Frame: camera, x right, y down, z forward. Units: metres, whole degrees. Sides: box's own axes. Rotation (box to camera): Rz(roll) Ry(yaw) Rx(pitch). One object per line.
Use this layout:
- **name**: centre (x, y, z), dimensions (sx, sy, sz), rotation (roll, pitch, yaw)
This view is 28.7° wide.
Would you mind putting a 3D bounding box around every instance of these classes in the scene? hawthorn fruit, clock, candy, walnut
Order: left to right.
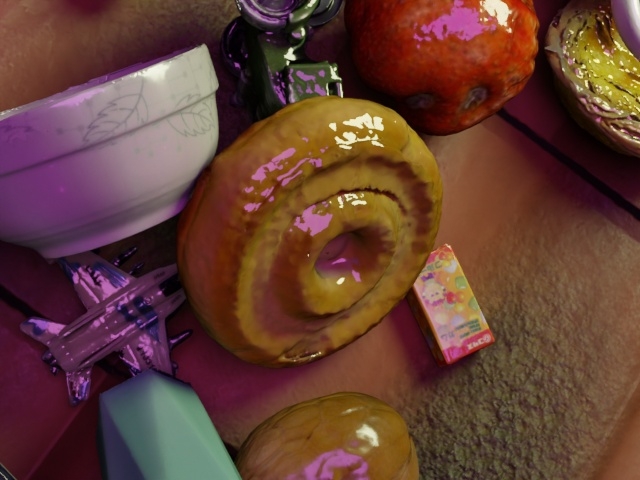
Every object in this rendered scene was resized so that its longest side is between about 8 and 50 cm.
- **clock**: centre (-0.015, -0.280, 1.417), dimensions (0.085, 0.017, 0.085), rotation (2, 80, -13)
- **walnut**: centre (0.001, 0.241, 1.254), dimensions (0.207, 0.167, 0.167), rotation (-27, 87, -14)
- **candy**: centre (0.136, 0.071, 1.378), dimensions (0.062, 0.038, 0.122), rotation (-24, 86, -16)
- **hawthorn fruit**: centre (0.159, -0.230, 1.329), dimensions (0.243, 0.207, 0.207), rotation (-28, 87, 18)

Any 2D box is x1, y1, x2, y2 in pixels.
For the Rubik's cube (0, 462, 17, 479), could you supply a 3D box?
- **Rubik's cube**: centre (-0.396, 0.315, 1.044), dimensions (0.359, 0.363, 0.362), rotation (45, 70, -4)

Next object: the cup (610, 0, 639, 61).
- **cup**: centre (0.414, -0.348, 1.390), dimensions (0.275, 0.259, 0.356), rotation (6, 79, -30)

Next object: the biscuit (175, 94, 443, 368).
- **biscuit**: centre (0.000, 0.000, 1.245), dimensions (0.296, 0.296, 0.102), rotation (-31, 45, -17)

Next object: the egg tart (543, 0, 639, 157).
- **egg tart**: centre (0.358, -0.181, 1.449), dimensions (0.252, 0.098, 0.231), rotation (16, 61, -13)

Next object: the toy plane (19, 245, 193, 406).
- **toy plane**: centre (-0.169, 0.058, 1.283), dimensions (0.262, 0.088, 0.192), rotation (-33, 93, -14)

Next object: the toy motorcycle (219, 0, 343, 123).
- **toy motorcycle**: centre (-0.023, -0.169, 1.302), dimensions (0.127, 0.205, 0.275), rotation (-16, 79, -17)

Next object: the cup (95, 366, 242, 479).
- **cup**: centre (-0.138, 0.228, 1.174), dimensions (0.134, 0.235, 0.148), rotation (32, 107, -37)

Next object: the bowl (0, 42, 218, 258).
- **bowl**: centre (-0.220, -0.078, 1.208), dimensions (0.287, 0.287, 0.143), rotation (-23, 103, -16)
